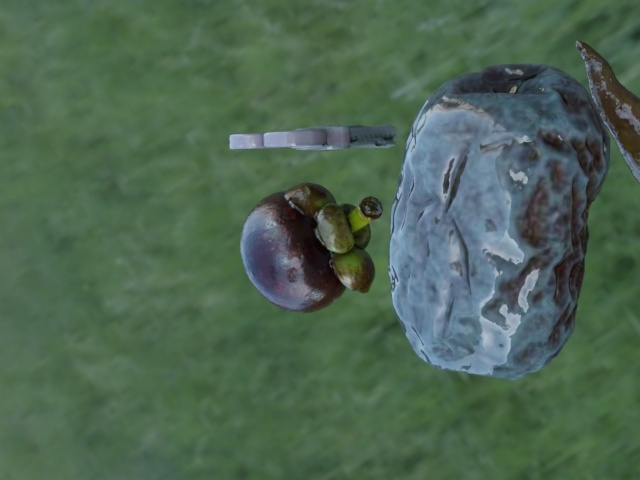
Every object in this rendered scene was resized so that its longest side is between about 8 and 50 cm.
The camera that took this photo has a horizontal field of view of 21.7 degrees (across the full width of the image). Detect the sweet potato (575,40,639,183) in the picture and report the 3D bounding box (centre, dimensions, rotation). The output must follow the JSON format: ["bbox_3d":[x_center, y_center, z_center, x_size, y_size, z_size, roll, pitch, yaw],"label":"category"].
[{"bbox_3d":[0.334,-0.115,1.755,0.226,0.068,0.068,51,170,-9],"label":"sweet potato"}]

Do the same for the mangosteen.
[{"bbox_3d":[-0.004,0.000,1.986,0.156,0.181,0.146,51,-174,-14],"label":"mangosteen"}]

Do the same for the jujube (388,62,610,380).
[{"bbox_3d":[0.175,-0.017,1.673,0.226,0.226,0.317,-145,55,-62],"label":"jujube"}]

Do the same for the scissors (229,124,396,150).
[{"bbox_3d":[0.006,-0.119,1.955,0.118,0.242,0.031,0,95,42],"label":"scissors"}]
